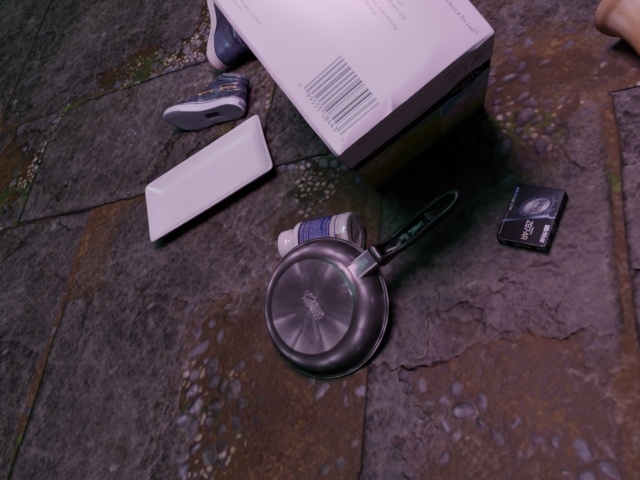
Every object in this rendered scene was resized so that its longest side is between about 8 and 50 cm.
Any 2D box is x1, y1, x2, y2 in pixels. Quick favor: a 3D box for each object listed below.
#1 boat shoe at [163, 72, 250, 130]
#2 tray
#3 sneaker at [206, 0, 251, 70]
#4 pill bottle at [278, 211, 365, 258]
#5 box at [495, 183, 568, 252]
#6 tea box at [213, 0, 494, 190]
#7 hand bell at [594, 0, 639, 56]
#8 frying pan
[{"bbox_3d":[-0.219,-0.273,1.280,0.183,0.065,0.083,-4,60,24],"label":"boat shoe"},{"bbox_3d":[-0.204,-0.108,1.191,0.270,0.030,0.145,-30,52,15],"label":"tray"},{"bbox_3d":[-0.151,-0.470,1.322,0.163,0.086,0.226,-20,63,36],"label":"sneaker"},{"bbox_3d":[0.000,0.000,0.969,0.120,0.067,0.067,-11,58,28],"label":"pill bottle"},{"bbox_3d":[0.272,-0.030,0.840,0.067,0.018,0.083,14,72,38],"label":"box"},{"bbox_3d":[0.037,-0.271,0.862,0.220,0.323,0.329,-38,80,9],"label":"tea box"},{"bbox_3d":[0.442,-0.205,0.793,0.126,0.126,0.242,-23,64,20],"label":"hand bell"},{"bbox_3d":[0.053,0.071,0.871,0.326,0.053,0.197,-20,74,27],"label":"frying pan"}]
